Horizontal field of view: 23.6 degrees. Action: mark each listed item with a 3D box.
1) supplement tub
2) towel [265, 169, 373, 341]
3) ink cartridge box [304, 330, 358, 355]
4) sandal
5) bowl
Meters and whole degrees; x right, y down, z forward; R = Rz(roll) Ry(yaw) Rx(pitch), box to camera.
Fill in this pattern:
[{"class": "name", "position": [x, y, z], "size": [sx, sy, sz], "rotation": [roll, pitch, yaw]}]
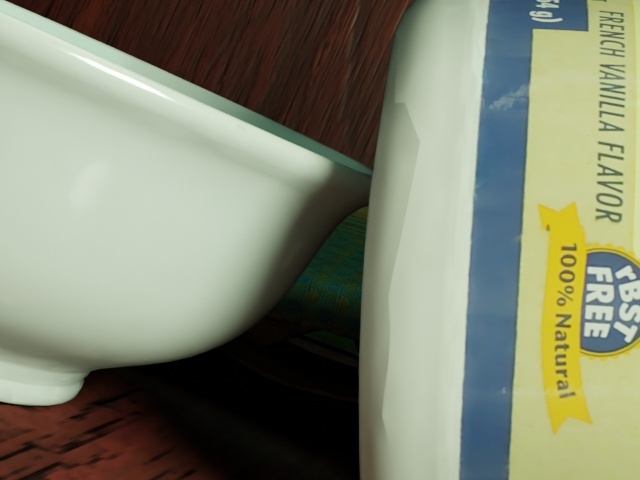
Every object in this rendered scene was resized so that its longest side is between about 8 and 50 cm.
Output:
[{"class": "supplement tub", "position": [0.181, 0.024, 0.549], "size": [0.316, 0.228, 0.228], "rotation": [3, 2, 7]}, {"class": "towel", "position": [0.000, 0.000, 0.836], "size": [0.370, 0.040, 0.271], "rotation": [15, 16, 14]}, {"class": "ink cartridge box", "position": [-0.002, 0.033, 1.098], "size": [0.209, 0.062, 0.109], "rotation": [22, 5, -28]}, {"class": "sandal", "position": [-0.032, 0.042, 0.829], "size": [0.219, 0.060, 0.090], "rotation": [25, 4, 2]}, {"class": "bowl", "position": [-0.133, -0.026, 0.596], "size": [0.298, 0.134, 0.298], "rotation": [24, 5, -2]}]
